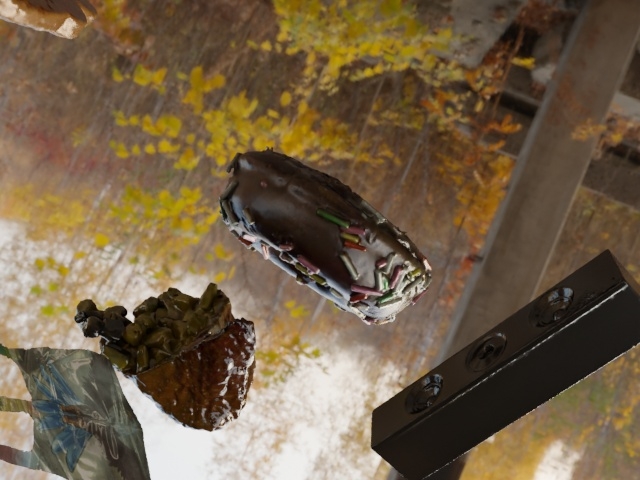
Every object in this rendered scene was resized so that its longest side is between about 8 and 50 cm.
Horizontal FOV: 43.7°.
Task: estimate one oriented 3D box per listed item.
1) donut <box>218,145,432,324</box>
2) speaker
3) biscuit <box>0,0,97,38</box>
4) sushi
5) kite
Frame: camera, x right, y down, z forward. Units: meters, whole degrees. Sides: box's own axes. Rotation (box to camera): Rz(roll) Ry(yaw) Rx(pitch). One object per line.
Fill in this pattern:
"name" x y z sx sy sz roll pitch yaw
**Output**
"donut" 0.000 0.000 0.905 0.270 0.103 0.269 36 172 6
"speaker" 0.117 0.084 0.503 0.046 0.191 0.040 44 -158 -17
"biscuit" -0.254 -0.230 0.649 0.183 0.043 0.280 43 -164 -34
"sushi" -0.178 0.124 0.960 0.179 0.167 0.296 64 167 -20
"kite" -0.249 0.135 0.685 0.310 0.015 0.169 43 -162 -54
